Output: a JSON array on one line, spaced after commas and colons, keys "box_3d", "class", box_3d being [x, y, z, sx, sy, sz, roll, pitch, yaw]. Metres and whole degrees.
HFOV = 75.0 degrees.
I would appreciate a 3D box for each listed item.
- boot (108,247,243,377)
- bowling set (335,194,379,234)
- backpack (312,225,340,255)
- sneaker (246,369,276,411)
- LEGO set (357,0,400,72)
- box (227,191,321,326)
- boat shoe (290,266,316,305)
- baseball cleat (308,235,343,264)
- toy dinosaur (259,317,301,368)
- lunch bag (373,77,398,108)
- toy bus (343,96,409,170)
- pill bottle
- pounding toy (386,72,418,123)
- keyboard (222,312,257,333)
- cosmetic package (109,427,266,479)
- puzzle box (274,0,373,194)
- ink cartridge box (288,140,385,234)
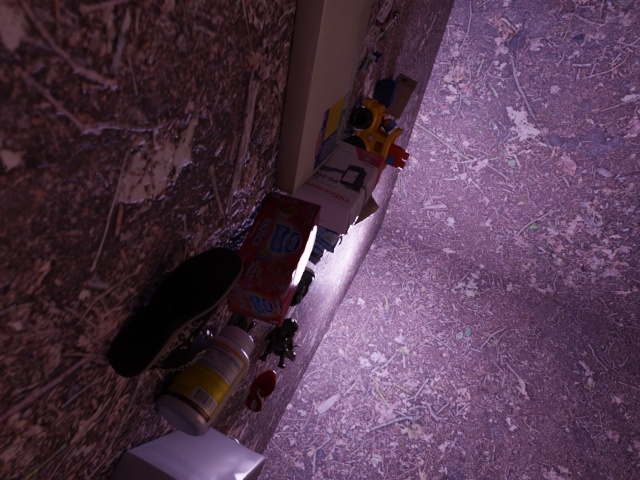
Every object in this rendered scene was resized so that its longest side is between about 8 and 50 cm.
[{"box_3d": [-0.210, 0.123, 0.688, 0.236, 0.085, 0.178, -47, 166, -12], "class": "boot"}, {"box_3d": [0.065, -0.150, 1.339, 0.154, 0.199, 0.287, -36, -173, 10], "class": "bowling set"}, {"box_3d": [0.000, 0.000, 1.347, 0.084, 0.114, 0.105, -64, 169, -13], "class": "backpack"}, {"box_3d": [-0.214, 0.541, 1.597, 0.221, 0.087, 0.128, -59, -178, 29], "class": "sneaker"}, {"box_3d": [0.140, -0.549, 1.123, 0.182, 0.060, 0.244, -58, 172, 26], "class": "LEGO set"}, {"box_3d": [-0.094, 0.033, 0.887, 0.128, 0.123, 0.256, 102, 7, -48], "class": "box"}, {"box_3d": [-0.084, 0.130, 1.234, 0.319, 0.116, 0.099, 92, 20, -73], "class": "boat shoe"}, {"box_3d": [0.013, 0.033, 1.462, 0.109, 0.072, 0.206, -58, -174, -25], "class": "baseball cleat"}, {"box_3d": [-0.139, 0.350, 1.500, 0.160, 0.121, 0.313, -71, 171, -49], "class": "toy dinosaur"}, {"box_3d": [0.229, -0.519, 1.461, 0.065, 0.067, 0.098, -52, 161, -51], "class": "lunch bag"}, {"box_3d": [0.193, -0.323, 1.339, 0.149, 0.212, 0.220, -40, 150, -62], "class": "toy bus"}, {"box_3d": [-0.230, 0.285, 0.877, 0.215, 0.117, 0.117, -54, 163, -44], "class": "pill bottle"}, {"box_3d": [0.296, -0.550, 1.668, 0.206, 0.094, 0.181, -63, 177, 38], "class": "pounding toy"}, {"box_3d": [-0.223, 0.233, 1.053, 0.192, 0.038, 0.100, -59, 143, -26], "class": "keyboard"}, {"box_3d": [-0.283, 0.541, 0.918, 0.156, 0.217, 0.385, -64, 166, -13], "class": "cosmetic package"}, {"box_3d": [0.006, -0.326, 0.888, 0.272, 0.052, 0.408, -54, 163, -48], "class": "puzzle box"}, {"box_3d": [0.044, -0.150, 1.103, 0.237, 0.172, 0.100, -57, 165, -38], "class": "ink cartridge box"}]
